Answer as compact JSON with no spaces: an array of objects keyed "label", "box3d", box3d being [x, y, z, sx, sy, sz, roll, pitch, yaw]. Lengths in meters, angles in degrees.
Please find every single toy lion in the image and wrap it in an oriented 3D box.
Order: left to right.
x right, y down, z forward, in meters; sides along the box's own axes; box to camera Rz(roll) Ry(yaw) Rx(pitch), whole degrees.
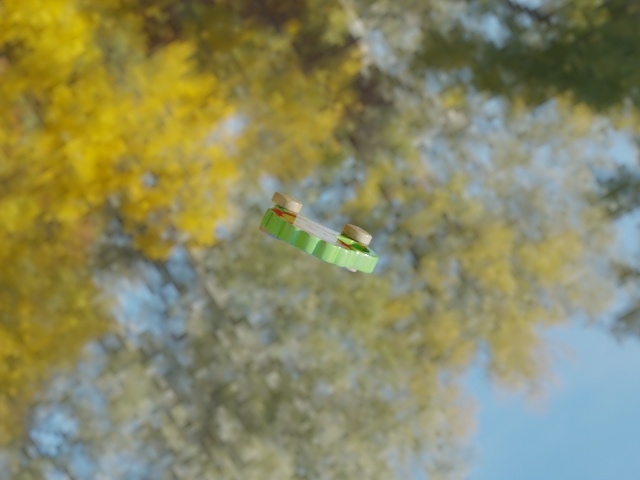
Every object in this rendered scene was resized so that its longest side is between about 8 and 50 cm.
[{"label":"toy lion","box3d":[0.000,0.000,1.422,0.034,0.100,0.096,-64,-159,6]}]
